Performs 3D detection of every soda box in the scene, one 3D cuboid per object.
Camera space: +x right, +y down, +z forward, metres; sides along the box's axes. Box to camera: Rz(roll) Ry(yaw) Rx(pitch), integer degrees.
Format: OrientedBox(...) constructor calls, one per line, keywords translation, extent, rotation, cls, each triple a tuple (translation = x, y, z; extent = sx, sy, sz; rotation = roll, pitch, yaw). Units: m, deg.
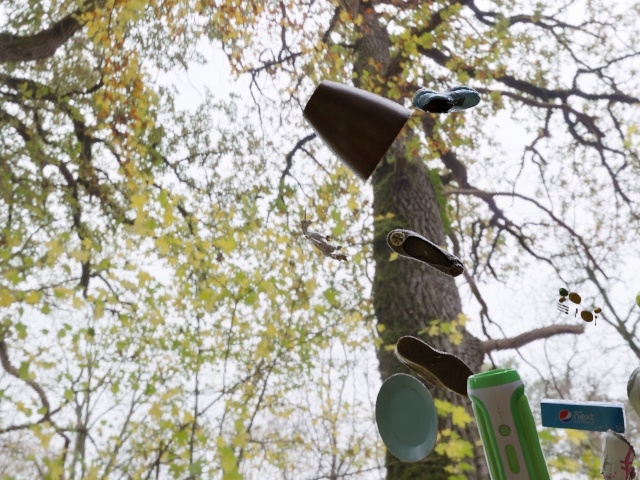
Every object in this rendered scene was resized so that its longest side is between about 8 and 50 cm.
OrientedBox(translation=(0.732, 0.489, 1.509), extent=(0.209, 0.071, 0.067), rotation=(-7, -8, 32), cls="soda box")

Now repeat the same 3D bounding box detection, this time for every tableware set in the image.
OrientedBox(translation=(0.897, 0.225, 1.873), extent=(0.024, 0.154, 0.104), rotation=(-27, -57, -29), cls="tableware set")

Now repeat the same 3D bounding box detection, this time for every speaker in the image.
OrientedBox(translation=(0.404, 0.429, 1.145), extent=(0.131, 0.297, 0.131), rotation=(-12, -13, -3), cls="speaker")

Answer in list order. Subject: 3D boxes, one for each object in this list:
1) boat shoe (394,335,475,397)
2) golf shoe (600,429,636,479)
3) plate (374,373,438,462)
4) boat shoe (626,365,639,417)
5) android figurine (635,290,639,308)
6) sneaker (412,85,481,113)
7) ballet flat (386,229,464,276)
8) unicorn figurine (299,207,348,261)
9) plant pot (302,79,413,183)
OrientedBox(translation=(0.367, 0.404, 1.717), extent=(0.285, 0.105, 0.089), rotation=(33, -27, 14), cls="boat shoe")
OrientedBox(translation=(0.720, 0.545, 1.313), extent=(0.086, 0.067, 0.186), rotation=(-35, -63, -26), cls="golf shoe")
OrientedBox(translation=(0.193, 0.391, 1.196), extent=(0.024, 0.188, 0.188), rotation=(6, -50, -39), cls="plate")
OrientedBox(translation=(0.757, 0.388, 1.107), extent=(0.118, 0.103, 0.320), rotation=(-43, -78, -21), cls="boat shoe")
OrientedBox(translation=(0.661, 0.079, 0.913), extent=(0.247, 0.056, 0.273), rotation=(-11, -21, -9), cls="android figurine")
OrientedBox(translation=(0.299, -0.316, 1.257), extent=(0.161, 0.073, 0.064), rotation=(-8, -52, -8), cls="sneaker")
OrientedBox(translation=(0.312, 0.036, 1.606), extent=(0.084, 0.249, 0.058), rotation=(-59, -13, -4), cls="ballet flat")
OrientedBox(translation=(0.000, 0.000, 1.413), extent=(0.060, 0.111, 0.162), rotation=(-38, -67, -17), cls="unicorn figurine")
OrientedBox(translation=(0.078, -0.297, 1.362), extent=(0.230, 0.215, 0.215), rotation=(34, -61, 0), cls="plant pot")
